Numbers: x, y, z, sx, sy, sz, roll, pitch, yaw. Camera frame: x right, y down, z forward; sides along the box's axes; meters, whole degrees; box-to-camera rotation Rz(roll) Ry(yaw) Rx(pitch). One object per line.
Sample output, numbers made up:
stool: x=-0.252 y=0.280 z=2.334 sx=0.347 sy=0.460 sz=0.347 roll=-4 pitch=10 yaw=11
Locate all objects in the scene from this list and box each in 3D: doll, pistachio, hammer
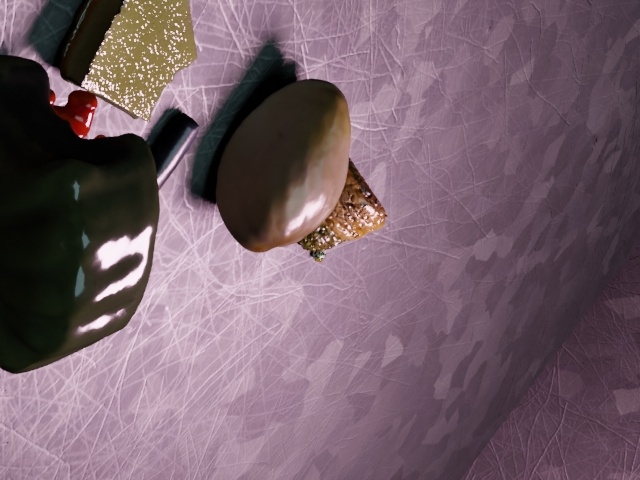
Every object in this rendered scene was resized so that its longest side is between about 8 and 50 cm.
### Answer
doll: x=-0.351 y=-0.082 z=1.734 sx=0.142 sy=0.076 sz=0.245 roll=7 pitch=119 yaw=-26
pistachio: x=-0.057 y=-0.117 z=2.130 sx=0.288 sy=0.197 sz=0.166 roll=-70 pitch=-164 yaw=-5
hammer: x=-0.256 y=-0.051 z=1.972 sx=0.290 sy=0.037 sz=0.137 roll=-58 pitch=151 yaw=-4

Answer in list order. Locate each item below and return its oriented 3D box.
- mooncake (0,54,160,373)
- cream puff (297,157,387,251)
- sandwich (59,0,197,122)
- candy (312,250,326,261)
mooncake: x=-0.348 y=-0.027 z=1.524 sx=0.187 sy=0.351 sz=0.351 roll=-28 pitch=138 yaw=-50
cream puff: x=0.000 y=-0.061 z=2.285 sx=0.169 sy=0.183 sz=0.183 roll=-33 pitch=150 yaw=4
sandwich: x=-0.223 y=-0.287 z=1.796 sx=0.245 sy=0.063 sz=0.212 roll=-60 pitch=156 yaw=1
candy: x=0.000 y=0.000 z=2.460 sx=0.023 sy=0.025 sz=0.083 roll=-102 pitch=-164 yaw=-65
